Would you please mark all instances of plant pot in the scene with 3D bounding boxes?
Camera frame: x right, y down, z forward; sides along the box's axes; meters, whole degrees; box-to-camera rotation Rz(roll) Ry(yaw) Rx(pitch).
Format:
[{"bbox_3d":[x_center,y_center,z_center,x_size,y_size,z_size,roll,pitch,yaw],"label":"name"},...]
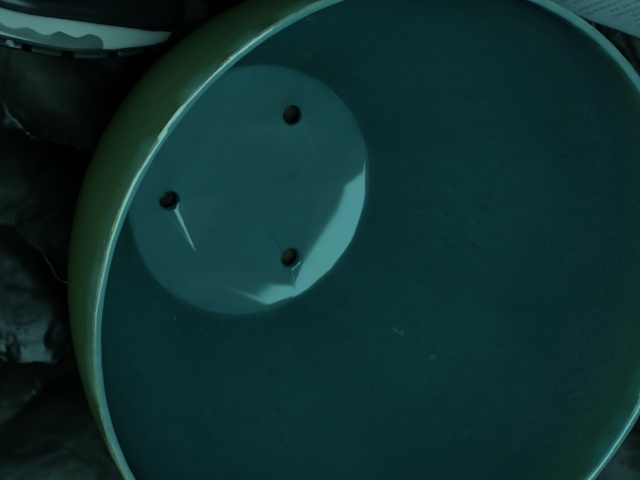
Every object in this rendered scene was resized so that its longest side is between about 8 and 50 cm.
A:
[{"bbox_3d":[0.000,0.000,0.844,0.290,0.195,0.290,-8,111,-23],"label":"plant pot"}]

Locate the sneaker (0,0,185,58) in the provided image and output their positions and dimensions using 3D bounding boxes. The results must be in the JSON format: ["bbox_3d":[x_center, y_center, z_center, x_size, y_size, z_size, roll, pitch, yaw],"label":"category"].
[{"bbox_3d":[-0.182,-0.157,0.761,0.283,0.107,0.124,9,97,-28],"label":"sneaker"}]

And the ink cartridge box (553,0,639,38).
[{"bbox_3d":[0.167,-0.260,0.834,0.330,0.071,0.324,13,76,-29],"label":"ink cartridge box"}]
